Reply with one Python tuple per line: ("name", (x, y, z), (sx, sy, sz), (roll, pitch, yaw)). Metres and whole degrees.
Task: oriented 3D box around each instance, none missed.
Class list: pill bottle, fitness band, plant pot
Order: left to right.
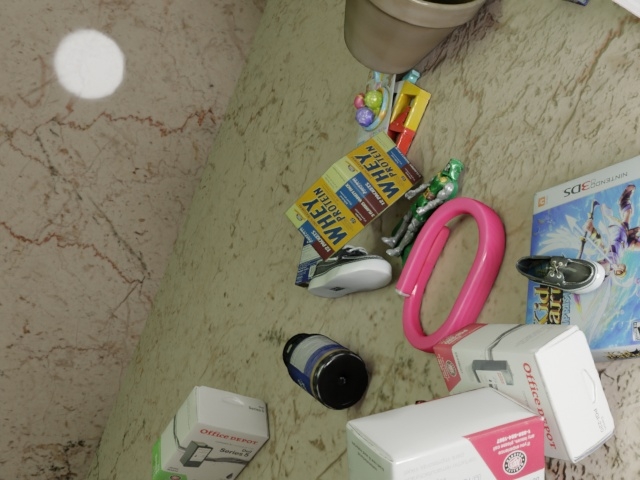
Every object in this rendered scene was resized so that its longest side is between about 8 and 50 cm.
("pill bottle", (0.002, 0.267, 1.563), (0.219, 0.122, 0.123), (17, 87, 65))
("plant pot", (0.181, -0.529, 1.616), (0.280, 0.323, 0.323), (119, 158, -58))
("fitness band", (0.229, 0.062, 1.341), (0.291, 0.054, 0.209), (-68, 26, 8))

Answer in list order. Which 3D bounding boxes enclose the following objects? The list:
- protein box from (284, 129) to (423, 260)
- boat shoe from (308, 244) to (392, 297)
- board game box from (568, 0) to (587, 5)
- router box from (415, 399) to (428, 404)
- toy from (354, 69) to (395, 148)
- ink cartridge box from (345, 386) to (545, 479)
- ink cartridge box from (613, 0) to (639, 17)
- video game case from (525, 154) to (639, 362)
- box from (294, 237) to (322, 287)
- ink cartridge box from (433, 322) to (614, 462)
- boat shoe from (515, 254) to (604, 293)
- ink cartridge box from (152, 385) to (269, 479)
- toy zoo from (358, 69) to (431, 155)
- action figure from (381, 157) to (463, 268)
("protein box", (0.070, -0.095, 1.557), (0.200, 0.136, 0.201), (-42, -2, 44))
("boat shoe", (0.065, 0.056, 1.620), (0.301, 0.108, 0.102), (152, 131, -64))
("board game box", (0.412, -0.446, 1.294), (0.020, 0.090, 0.090), (-62, 26, 18))
("router box", (0.188, 0.327, 1.188), (0.038, 0.092, 0.123), (-11, 62, 61))
("toy", (0.119, -0.340, 1.766), (0.137, 0.056, 0.238), (-18, 56, 61))
("ink cartridge box", (0.163, 0.367, 0.940), (0.131, 0.226, 0.307), (-164, 67, -64))
("ink cartridge box", (0.412, -0.468, 1.071), (0.066, 0.296, 0.261), (-1, 72, 64))
("video game case", (0.396, 0.031, 1.024), (0.244, 0.061, 0.270), (-25, 51, 57))
("box", (0.000, 0.000, 1.853), (0.136, 0.036, 0.225), (-20, 56, 58))
("ink cartridge box", (0.276, 0.204, 1.026), (0.217, 0.092, 0.159), (-12, 100, 60))
("boat shoe", (0.329, 0.045, 1.026), (0.142, 0.040, 0.049), (2, 74, 64))
("ink cartridge box", (-0.281, 0.508, 1.860), (0.273, 0.198, 0.115), (-54, 30, 31))
("toy zoo", (0.162, -0.259, 1.723), (0.293, 0.030, 0.192), (-67, 25, 6))
("action figure", (0.208, -0.068, 1.471), (0.232, 0.063, 0.137), (-55, 26, 22))
